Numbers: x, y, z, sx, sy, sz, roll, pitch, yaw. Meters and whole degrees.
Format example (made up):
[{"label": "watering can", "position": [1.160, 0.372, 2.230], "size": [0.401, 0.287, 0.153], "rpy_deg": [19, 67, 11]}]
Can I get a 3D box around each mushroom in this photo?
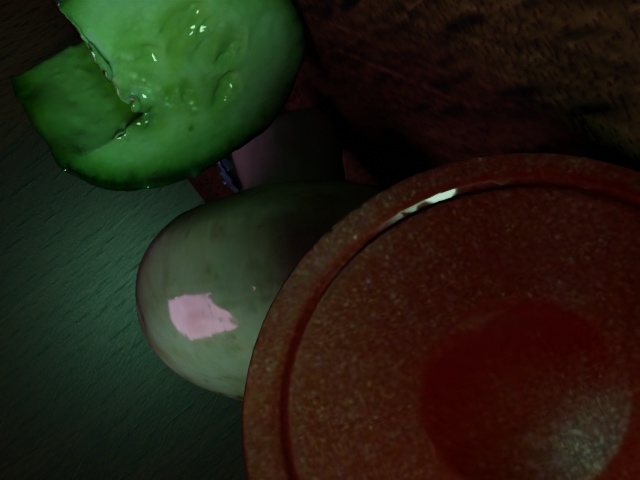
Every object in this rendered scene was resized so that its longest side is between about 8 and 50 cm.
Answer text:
[{"label": "mushroom", "position": [-0.012, 0.006, 0.686], "size": [0.243, 0.243, 0.243], "rpy_deg": [51, 172, 9]}]

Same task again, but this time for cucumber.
[{"label": "cucumber", "position": [-0.109, -0.143, 0.618], "size": [0.130, 0.191, 0.191], "rpy_deg": [46, 171, 28]}]

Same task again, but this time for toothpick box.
[{"label": "toothpick box", "position": [0.103, 0.129, 0.460], "size": [0.204, 0.204, 0.333], "rpy_deg": [48, 171, 30]}]

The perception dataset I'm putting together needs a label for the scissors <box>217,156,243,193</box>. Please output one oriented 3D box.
[{"label": "scissors", "position": [-0.190, -0.199, 0.874], "size": [0.393, 0.032, 0.180], "rpy_deg": [50, 170, 4]}]
